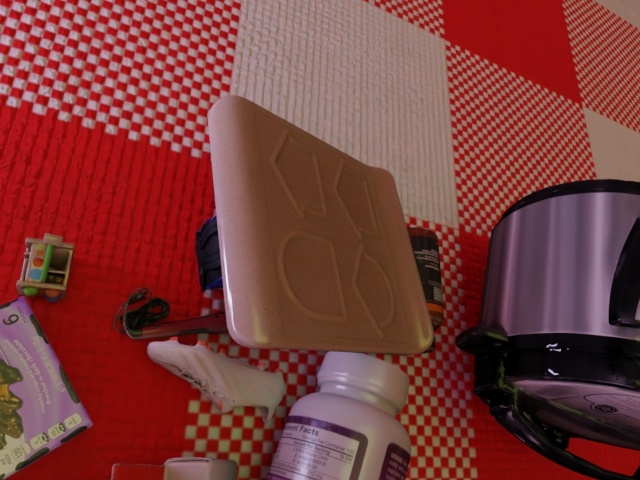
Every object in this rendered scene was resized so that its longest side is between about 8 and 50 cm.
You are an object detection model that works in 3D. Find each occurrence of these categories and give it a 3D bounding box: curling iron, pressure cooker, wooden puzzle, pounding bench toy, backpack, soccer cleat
[{"bbox_3d":[-0.141,0.101,0.679,0.274,0.035,0.068,3,71,-28],"label":"curling iron"},{"bbox_3d":[0.450,0.163,0.788,0.375,0.369,0.420,47,52,-42],"label":"pressure cooker"},{"bbox_3d":[0.000,0.000,0.670,0.347,0.080,0.322,14,57,-44],"label":"wooden puzzle"},{"bbox_3d":[-0.326,0.034,0.573,0.052,0.083,0.065,10,66,-26],"label":"pounding bench toy"},{"bbox_3d":[-0.117,0.007,0.677,0.101,0.120,0.098,-9,75,-31],"label":"backpack"},{"bbox_3d":[-0.136,0.183,0.635,0.196,0.068,0.076,25,64,-22],"label":"soccer cleat"}]

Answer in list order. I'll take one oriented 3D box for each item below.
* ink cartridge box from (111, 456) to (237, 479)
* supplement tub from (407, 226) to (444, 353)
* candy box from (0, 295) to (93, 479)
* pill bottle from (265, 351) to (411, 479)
[{"bbox_3d":[-0.138,0.356,0.458,0.060,0.239,0.275,-2,65,2],"label":"ink cartridge box"},{"bbox_3d":[0.149,0.084,0.804,0.106,0.106,0.198,12,66,-25],"label":"supplement tub"},{"bbox_3d":[-0.372,0.178,0.500,0.196,0.070,0.165,-28,87,-34],"label":"candy box"},{"bbox_3d":[0.019,0.303,0.613,0.169,0.169,0.302,30,60,-16],"label":"pill bottle"}]
